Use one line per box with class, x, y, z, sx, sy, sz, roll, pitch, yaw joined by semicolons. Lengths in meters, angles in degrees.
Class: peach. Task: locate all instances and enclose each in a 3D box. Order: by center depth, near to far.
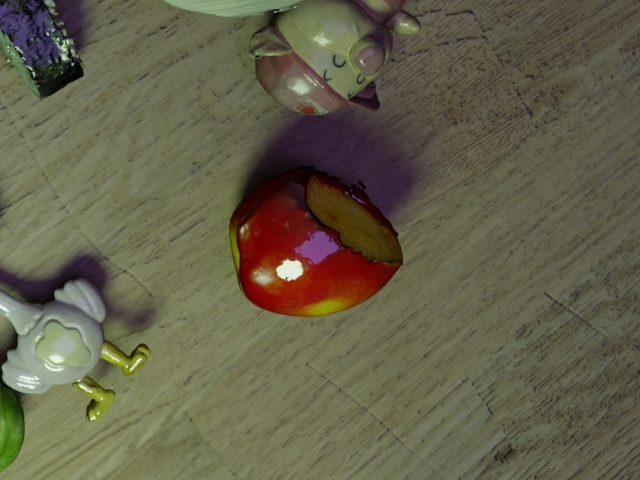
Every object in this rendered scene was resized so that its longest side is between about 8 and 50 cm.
peach;0.000;0.000;1.491;0.226;0.190;0.196;-10;100;-12

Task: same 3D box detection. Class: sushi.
sushi;-0.331;-0.239;1.340;0.078;0.090;0.150;-34;113;-14

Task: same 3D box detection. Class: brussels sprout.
brussels sprout;-0.436;0.233;1.426;0.155;0.117;0.155;-3;95;-33

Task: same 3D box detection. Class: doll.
doll;-0.379;0.075;1.414;0.365;0.094;0.160;41;85;-28
doll;0.033;-0.266;1.444;0.196;0.152;0.256;30;95;-22

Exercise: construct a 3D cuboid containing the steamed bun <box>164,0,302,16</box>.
steamed bun;-0.097;-0.418;1.284;0.309;0.309;0.309;-6;108;-20
